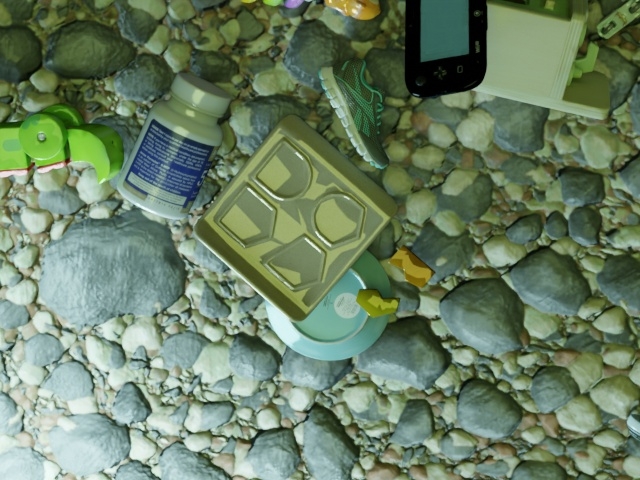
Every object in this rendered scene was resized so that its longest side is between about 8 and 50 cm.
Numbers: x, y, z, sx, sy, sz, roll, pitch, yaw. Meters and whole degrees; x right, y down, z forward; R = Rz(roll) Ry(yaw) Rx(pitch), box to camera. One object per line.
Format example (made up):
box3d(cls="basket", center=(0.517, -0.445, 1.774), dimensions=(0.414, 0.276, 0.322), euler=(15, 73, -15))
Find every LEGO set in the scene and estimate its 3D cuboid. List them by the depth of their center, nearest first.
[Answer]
box3d(cls="LEGO set", center=(0.508, -0.223, 1.912), dimensions=(0.132, 0.107, 0.287), euler=(-24, 106, 46))

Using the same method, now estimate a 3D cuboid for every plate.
box3d(cls="plate", center=(0.010, 0.088, 2.051), dimensions=(0.188, 0.024, 0.188), euler=(1, 102, 6))

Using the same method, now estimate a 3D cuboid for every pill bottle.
box3d(cls="pill bottle", center=(-0.201, -0.135, 1.977), dimensions=(0.112, 0.112, 0.186), euler=(26, 104, -1))

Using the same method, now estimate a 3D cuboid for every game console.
box3d(cls="game console", center=(0.171, -0.347, 1.768), dimensions=(0.213, 0.044, 0.361), euler=(-11, 65, 30))

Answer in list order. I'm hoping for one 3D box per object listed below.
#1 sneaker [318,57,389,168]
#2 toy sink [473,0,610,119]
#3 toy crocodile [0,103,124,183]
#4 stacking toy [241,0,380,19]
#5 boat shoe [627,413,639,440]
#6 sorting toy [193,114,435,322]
box3d(cls="sneaker", center=(0.064, -0.181, 1.968), dimensions=(0.076, 0.065, 0.166), euler=(-27, 100, 7))
box3d(cls="toy sink", center=(0.283, -0.268, 1.864), dimensions=(0.234, 0.153, 0.131), euler=(14, 118, 4))
box3d(cls="toy crocodile", center=(-0.448, -0.133, 2.000), dimensions=(0.341, 0.115, 0.105), euler=(-1, 103, 6))
box3d(cls="stacking toy", center=(-0.053, -0.372, 1.903), dimensions=(0.302, 0.175, 0.165), euler=(22, 107, -11))
box3d(cls="boat shoe", center=(0.507, 0.328, 2.033), dimensions=(0.183, 0.065, 0.083), euler=(31, 102, -3))
box3d(cls="sorting toy", center=(0.000, 0.000, 2.012), dimensions=(0.307, 0.041, 0.229), euler=(41, 99, 4))
